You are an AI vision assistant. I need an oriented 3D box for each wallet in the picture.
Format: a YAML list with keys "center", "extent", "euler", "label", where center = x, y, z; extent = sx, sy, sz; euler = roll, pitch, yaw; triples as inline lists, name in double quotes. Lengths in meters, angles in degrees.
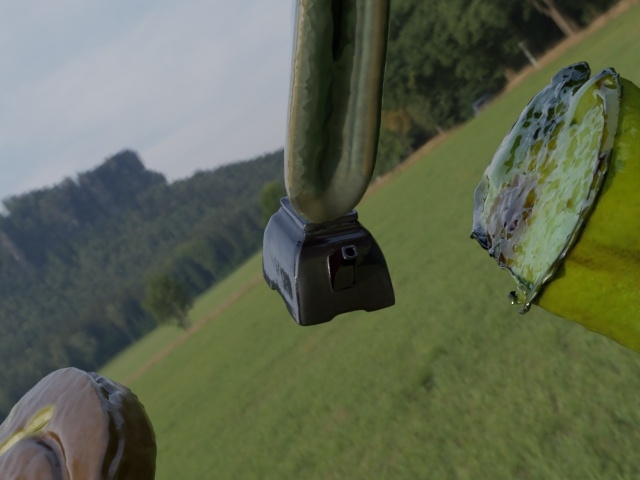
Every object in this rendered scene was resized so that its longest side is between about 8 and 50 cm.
- center: [0.011, -0.214, 0.720]
  extent: [0.360, 0.083, 0.252]
  euler: [-92, 6, -49]
  label: "wallet"

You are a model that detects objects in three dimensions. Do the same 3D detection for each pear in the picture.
- center: [0.254, 0.007, 0.714]
  extent: [0.164, 0.255, 0.238]
  euler: [-59, 7, 12]
  label: "pear"

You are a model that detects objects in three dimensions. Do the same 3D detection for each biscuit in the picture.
- center: [-0.243, 0.273, 0.699]
  extent: [0.350, 0.070, 0.394]
  euler: [-5, 58, 59]
  label: "biscuit"

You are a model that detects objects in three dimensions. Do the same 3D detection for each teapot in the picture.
- center: [0.000, 0.000, 0.855]
  extent: [0.087, 0.096, 0.177]
  euler: [-12, 22, -14]
  label: "teapot"
